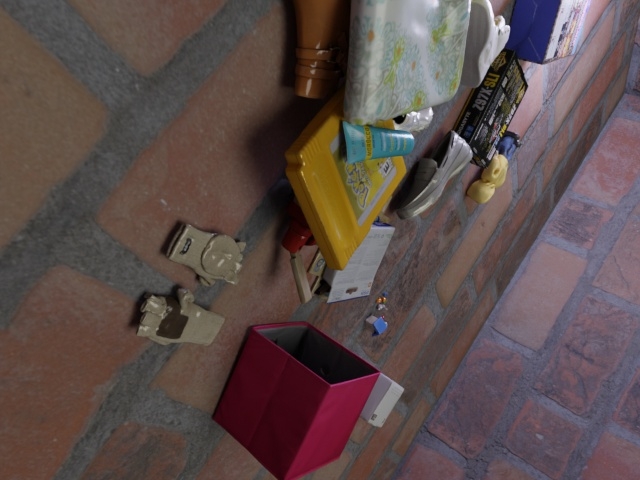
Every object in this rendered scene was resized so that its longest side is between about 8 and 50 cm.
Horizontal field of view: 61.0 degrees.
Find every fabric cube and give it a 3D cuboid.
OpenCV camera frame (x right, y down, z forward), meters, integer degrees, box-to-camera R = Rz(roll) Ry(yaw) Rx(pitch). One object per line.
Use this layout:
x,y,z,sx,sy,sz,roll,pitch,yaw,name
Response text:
-0.056,0.377,1.328,0.254,0.259,0.258,8,109,-58,fabric cube

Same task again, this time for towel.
0.179,-0.406,1.040,0.374,0.090,0.320,-26,126,-47,towel

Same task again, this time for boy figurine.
0.644,-0.261,2.014,0.285,0.092,0.177,-60,149,-2,boy figurine

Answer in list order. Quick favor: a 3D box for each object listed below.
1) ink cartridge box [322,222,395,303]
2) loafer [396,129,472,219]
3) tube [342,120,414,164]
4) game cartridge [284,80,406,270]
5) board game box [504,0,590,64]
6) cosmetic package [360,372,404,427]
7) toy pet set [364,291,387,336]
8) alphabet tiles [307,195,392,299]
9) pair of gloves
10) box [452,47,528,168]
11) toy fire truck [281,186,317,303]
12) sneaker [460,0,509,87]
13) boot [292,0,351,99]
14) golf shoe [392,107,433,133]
0.098,0.057,1.484,0.223,0.045,0.223,-1,115,-55,ink cartridge box
0.320,-0.192,1.601,0.111,0.112,0.319,48,70,-19,loafer
0.111,-0.194,1.080,0.207,0.052,0.080,-12,92,-48,tube
0.065,-0.148,1.098,0.323,0.053,0.285,-57,139,-34,game cartridge
0.740,-0.716,1.754,0.291,0.141,0.232,-28,135,-43,board game box
0.144,0.487,1.766,0.151,0.184,0.151,-57,149,-8,cosmetic package
0.204,0.256,1.792,0.114,0.065,0.122,-35,139,-37,toy pet set
0.087,0.008,1.486,0.285,0.011,0.342,22,95,-58,alphabet tiles
-0.244,0.091,1.042,0.204,0.042,0.240,19,96,-55,pair of gloves
0.558,-0.426,1.776,0.257,0.079,0.321,20,97,-60,box
0.000,0.000,1.243,0.217,0.158,0.246,4,121,-57,toy fire truck
0.442,-0.577,1.477,0.169,0.108,0.292,-55,158,-15,sneaker
-0.020,-0.373,0.974,0.283,0.109,0.220,-13,128,-60,boot
0.230,-0.317,1.398,0.176,0.069,0.086,-45,138,-28,golf shoe
